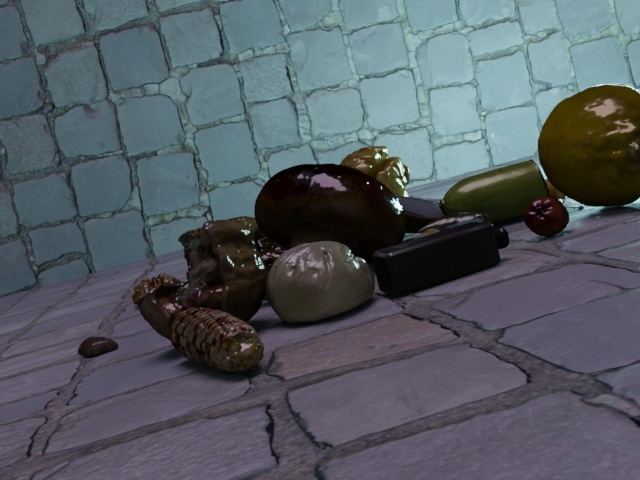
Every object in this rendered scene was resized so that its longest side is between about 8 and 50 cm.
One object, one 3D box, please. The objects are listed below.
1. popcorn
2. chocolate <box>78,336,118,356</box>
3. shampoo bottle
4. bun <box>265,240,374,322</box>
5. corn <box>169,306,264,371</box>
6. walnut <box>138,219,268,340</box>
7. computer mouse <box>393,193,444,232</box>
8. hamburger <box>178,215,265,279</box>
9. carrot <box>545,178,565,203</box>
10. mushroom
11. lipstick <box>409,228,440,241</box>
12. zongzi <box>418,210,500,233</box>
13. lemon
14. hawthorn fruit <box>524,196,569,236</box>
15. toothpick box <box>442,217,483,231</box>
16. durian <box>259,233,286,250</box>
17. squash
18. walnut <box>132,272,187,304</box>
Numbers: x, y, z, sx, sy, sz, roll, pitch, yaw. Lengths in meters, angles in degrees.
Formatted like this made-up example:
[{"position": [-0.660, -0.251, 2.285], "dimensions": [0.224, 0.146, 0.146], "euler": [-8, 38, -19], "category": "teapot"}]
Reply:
[{"position": [0.118, -0.120, 2.122], "dimensions": [0.225, 0.264, 0.332], "euler": [41, 31, 26], "category": "popcorn"}, {"position": [-0.440, 0.204, 1.571], "dimensions": [0.065, 0.031, 0.101], "euler": [-13, 3, -28], "category": "chocolate"}, {"position": [0.219, 0.026, 1.408], "dimensions": [0.246, 0.079, 0.080], "euler": [-16, 8, -17], "category": "shampoo bottle"}, {"position": [0.001, 0.062, 1.380], "dimensions": [0.179, 0.127, 0.193], "euler": [-12, 4, 34], "category": "bun"}, {"position": [-0.156, 0.146, 1.184], "dimensions": [0.086, 0.086, 0.253], "euler": [-17, 8, -25], "category": "corn"}, {"position": [-0.173, 0.091, 1.382], "dimensions": [0.238, 0.141, 0.204], "euler": [-51, -32, -1], "category": "walnut"}, {"position": [0.213, -0.061, 1.969], "dimensions": [0.311, 0.071, 0.158], "euler": [9, -14, -23], "category": "computer mouse"}, {"position": [-0.210, 0.032, 1.937], "dimensions": [0.192, 0.167, 0.288], "euler": [-23, 10, -40], "category": "hamburger"}, {"position": [0.514, -0.108, 2.007], "dimensions": [0.205, 0.072, 0.072], "euler": [-13, 6, 44], "category": "carrot"}, {"position": [0.019, -0.009, 1.727], "dimensions": [0.331, 0.356, 0.334], "euler": [-15, -32, 20], "category": "mushroom"}, {"position": [0.185, 0.029, 1.567], "dimensions": [0.059, 0.059, 0.264], "euler": [-11, 6, 26], "category": "lipstick"}, {"position": [0.311, -0.031, 1.760], "dimensions": [0.131, 0.062, 0.154], "euler": [-6, 0, -40], "category": "zongzi"}, {"position": [0.611, -0.204, 1.712], "dimensions": [0.286, 0.285, 0.316], "euler": [-17, -16, -19], "category": "lemon"}, {"position": [0.449, -0.043, 1.566], "dimensions": [0.081, 0.081, 0.093], "euler": [-9, -21, 41], "category": "hawthorn fruit"}, {"position": [0.306, -0.015, 1.704], "dimensions": [0.083, 0.052, 0.052], "euler": [-16, 6, -27], "category": "toothpick box"}, {"position": [-0.103, -0.014, 2.299], "dimensions": [0.168, 0.136, 0.158], "euler": [-1, -8, 31], "category": "durian"}, {"position": [0.403, -0.098, 1.887], "dimensions": [0.247, 0.132, 0.132], "euler": [-16, 6, 0], "category": "squash"}, {"position": [-0.419, 0.124, 2.067], "dimensions": [0.143, 0.069, 0.170], "euler": [-18, 4, -14], "category": "walnut"}]
